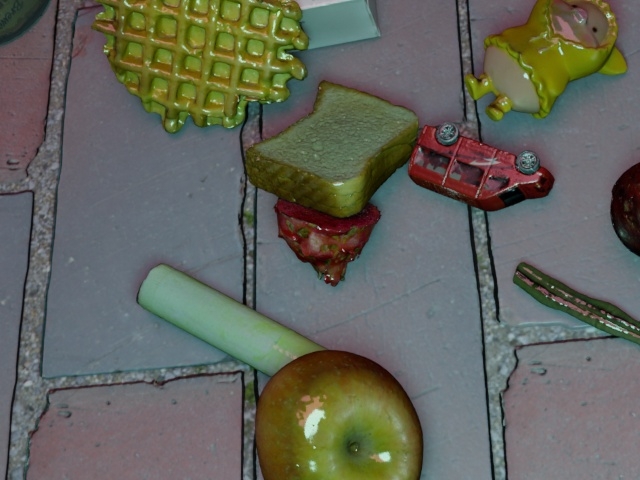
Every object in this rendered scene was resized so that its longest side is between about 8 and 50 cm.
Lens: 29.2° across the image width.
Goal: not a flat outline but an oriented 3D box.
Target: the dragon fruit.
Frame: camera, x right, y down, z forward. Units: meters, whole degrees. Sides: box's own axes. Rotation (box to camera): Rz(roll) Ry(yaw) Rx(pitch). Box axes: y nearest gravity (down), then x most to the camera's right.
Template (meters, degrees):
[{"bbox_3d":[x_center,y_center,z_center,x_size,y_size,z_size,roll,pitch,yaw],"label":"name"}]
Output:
[{"bbox_3d":[0.000,0.000,1.716,0.153,0.153,0.110,17,112,21],"label":"dragon fruit"}]

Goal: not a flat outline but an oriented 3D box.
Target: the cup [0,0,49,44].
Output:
[{"bbox_3d":[-0.559,-0.499,2.006,0.227,0.257,0.301,39,78,24],"label":"cup"}]

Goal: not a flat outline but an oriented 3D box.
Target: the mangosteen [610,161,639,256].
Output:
[{"bbox_3d":[0.462,-0.026,1.573,0.166,0.166,0.180,-18,89,6],"label":"mangosteen"}]

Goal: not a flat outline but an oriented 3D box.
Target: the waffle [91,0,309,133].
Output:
[{"bbox_3d":[-0.177,-0.305,1.812,0.312,0.307,0.060,-18,24,16],"label":"waffle"}]

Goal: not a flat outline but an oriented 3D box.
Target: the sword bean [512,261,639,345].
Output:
[{"bbox_3d":[0.375,0.098,1.599,0.269,0.038,0.043,24,98,23],"label":"sword bean"}]

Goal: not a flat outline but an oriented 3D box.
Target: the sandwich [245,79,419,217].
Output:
[{"bbox_3d":[0.021,-0.130,1.732,0.186,0.065,0.215,23,47,29],"label":"sandwich"}]

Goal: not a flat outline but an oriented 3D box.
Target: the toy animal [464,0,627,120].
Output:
[{"bbox_3d":[0.313,-0.254,1.731,0.230,0.156,0.156,-32,61,-13],"label":"toy animal"}]

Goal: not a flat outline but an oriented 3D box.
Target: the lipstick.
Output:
[{"bbox_3d":[-0.120,0.120,1.696,0.304,0.076,0.076,25,74,25],"label":"lipstick"}]

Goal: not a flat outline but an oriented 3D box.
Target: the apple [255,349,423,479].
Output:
[{"bbox_3d":[0.018,0.254,1.533,0.210,0.173,0.234,1,84,-23],"label":"apple"}]

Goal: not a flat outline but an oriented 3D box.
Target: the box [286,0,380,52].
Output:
[{"bbox_3d":[-0.058,-0.403,1.903,0.274,0.116,0.203,-9,64,11],"label":"box"}]

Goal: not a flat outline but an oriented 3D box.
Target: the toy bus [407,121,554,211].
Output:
[{"bbox_3d":[0.224,-0.094,1.706,0.195,0.081,0.089,22,82,23],"label":"toy bus"}]
